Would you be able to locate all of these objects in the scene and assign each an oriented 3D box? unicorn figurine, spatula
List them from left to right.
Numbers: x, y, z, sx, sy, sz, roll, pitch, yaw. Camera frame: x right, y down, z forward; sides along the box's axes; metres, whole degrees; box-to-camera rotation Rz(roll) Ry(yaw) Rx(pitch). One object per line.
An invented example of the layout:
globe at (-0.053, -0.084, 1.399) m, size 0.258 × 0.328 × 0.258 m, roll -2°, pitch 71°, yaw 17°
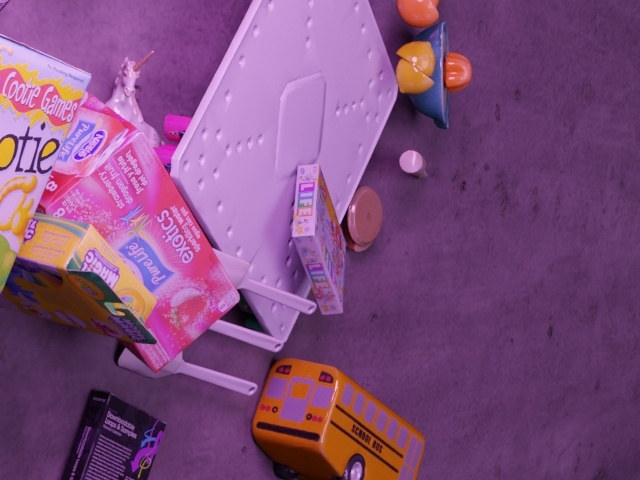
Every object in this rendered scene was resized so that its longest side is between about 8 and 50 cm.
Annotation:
unicorn figurine at (-0.198, -0.112, 1.696) m, size 0.162 × 0.060 × 0.111 m, roll 69°, pitch 39°, yaw -63°
spatula at (-0.109, 0.100, 1.848) m, size 0.168 × 0.019 × 0.242 m, roll -55°, pitch 146°, yaw 6°

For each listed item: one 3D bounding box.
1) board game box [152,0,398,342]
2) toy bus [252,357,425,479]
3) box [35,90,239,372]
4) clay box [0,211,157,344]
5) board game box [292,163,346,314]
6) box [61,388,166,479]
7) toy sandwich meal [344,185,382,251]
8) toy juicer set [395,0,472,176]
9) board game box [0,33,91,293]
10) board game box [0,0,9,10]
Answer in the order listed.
board game box at (-0.042, -0.136, 1.891) m, size 0.390 × 0.050 × 0.390 m, roll -65°, pitch 154°, yaw -24°
toy bus at (0.039, 0.269, 2.117) m, size 0.333 × 0.108 × 0.130 m, roll 41°, pitch 61°, yaw -53°
box at (-0.199, -0.009, 1.612) m, size 0.123 × 0.128 × 0.257 m, roll -42°, pitch 136°, yaw -15°
clay box at (-0.245, 0.025, 1.484) m, size 0.053 × 0.222 × 0.127 m, roll -63°, pitch 145°, yaw -23°
board game box at (0.000, 0.000, 1.913) m, size 0.154 × 0.026 × 0.103 m, roll 70°, pitch 19°, yaw -51°
box at (-0.227, 0.250, 1.757) m, size 0.116 × 0.029 × 0.162 m, roll 41°, pitch 64°, yaw -55°
toy sandwich meal at (0.051, -0.029, 2.137) m, size 0.085 × 0.029 × 0.085 m, roll -9°, pitch 101°, yaw -55°
toy juicer set at (0.148, -0.205, 2.129) m, size 0.209 × 0.090 × 0.329 m, roll -69°, pitch 159°, yaw -68°
board game box at (-0.329, -0.047, 1.358) m, size 0.142 × 0.144 × 0.275 m, roll 21°, pitch 91°, yaw -58°
board game box at (-0.357, -0.266, 1.404) m, size 0.165 × 0.042 × 0.243 m, roll -57°, pitch 141°, yaw -33°
